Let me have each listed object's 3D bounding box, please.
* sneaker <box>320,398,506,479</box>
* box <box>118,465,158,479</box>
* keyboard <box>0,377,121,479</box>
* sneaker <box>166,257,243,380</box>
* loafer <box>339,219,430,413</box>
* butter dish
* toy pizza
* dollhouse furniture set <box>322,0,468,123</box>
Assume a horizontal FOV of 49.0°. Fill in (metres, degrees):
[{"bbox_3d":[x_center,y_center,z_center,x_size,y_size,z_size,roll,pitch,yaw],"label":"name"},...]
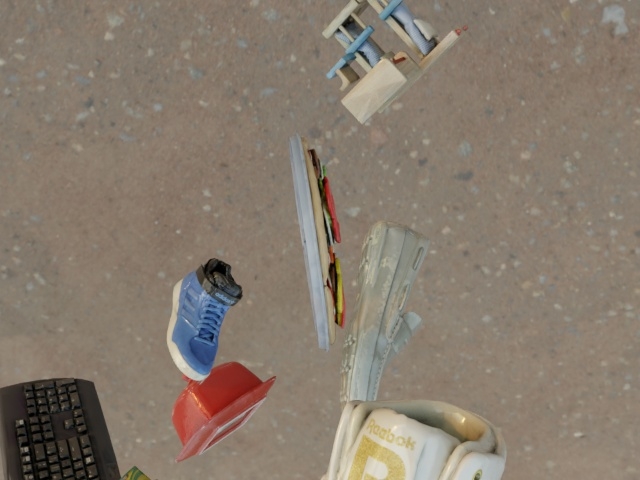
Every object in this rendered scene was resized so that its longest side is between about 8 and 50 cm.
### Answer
[{"bbox_3d":[-0.001,0.161,0.328,0.108,0.292,0.169,16,103,30],"label":"sneaker"},{"bbox_3d":[-0.195,0.267,0.620,0.105,0.179,0.043,-45,93,-6],"label":"box"},{"bbox_3d":[-0.327,0.283,0.784,0.202,0.317,0.033,-11,131,-24],"label":"keyboard"},{"bbox_3d":[-0.130,0.083,0.817,0.085,0.152,0.058,-39,125,23],"label":"sneaker"},{"bbox_3d":[0.100,0.125,1.060,0.112,0.319,0.112,14,166,-4],"label":"loafer"},{"bbox_3d":[-0.174,0.248,1.105,0.118,0.160,0.160,50,135,14],"label":"butter dish"},{"bbox_3d":[0.000,0.000,0.635,0.032,0.201,0.201,-8,135,-2],"label":"toy pizza"},{"bbox_3d":[0.077,-0.247,0.848,0.129,0.183,0.129,47,119,-1],"label":"dollhouse furniture set"}]
